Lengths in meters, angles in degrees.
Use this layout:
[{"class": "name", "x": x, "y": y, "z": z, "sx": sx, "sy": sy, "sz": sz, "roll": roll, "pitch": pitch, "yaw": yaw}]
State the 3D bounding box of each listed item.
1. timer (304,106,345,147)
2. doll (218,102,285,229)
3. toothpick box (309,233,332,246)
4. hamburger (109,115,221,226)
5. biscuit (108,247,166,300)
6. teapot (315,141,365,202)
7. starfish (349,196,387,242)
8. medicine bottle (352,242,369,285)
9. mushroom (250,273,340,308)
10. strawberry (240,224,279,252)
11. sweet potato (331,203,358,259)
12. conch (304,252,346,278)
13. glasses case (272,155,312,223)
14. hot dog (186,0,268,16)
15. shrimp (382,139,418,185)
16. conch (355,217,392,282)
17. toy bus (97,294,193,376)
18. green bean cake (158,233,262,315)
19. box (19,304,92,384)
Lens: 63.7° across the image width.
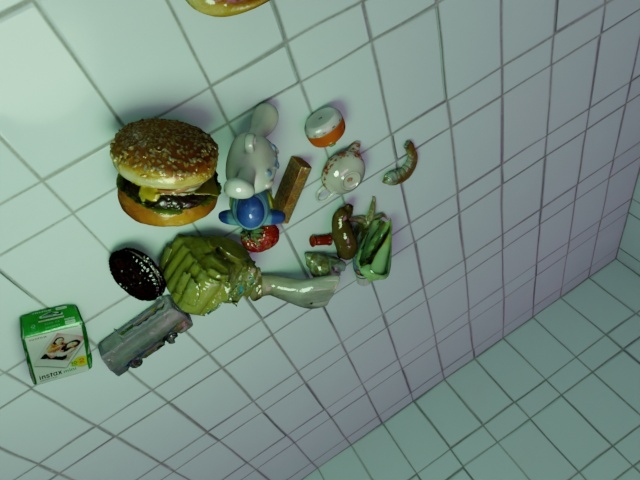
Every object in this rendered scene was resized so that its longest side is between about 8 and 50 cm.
[{"class": "timer", "x": 0.021, "y": -0.344, "z": 1.623, "sx": 0.136, "sy": 0.099, "sz": 0.136, "roll": -11, "pitch": 134, "yaw": -12}, {"class": "doll", "x": -0.185, "y": -0.157, "z": 1.483, "sx": 0.376, "sy": 0.187, "sz": 0.365, "roll": -56, "pitch": 163, "yaw": -39}, {"class": "toothpick box", "x": 0.000, "y": 0.000, "z": 1.958, "sx": 0.083, "sy": 0.047, "sz": 0.047, "roll": -5, "pitch": 129, "yaw": -32}, {"class": "hamburger", "x": -0.396, "y": -0.184, "z": 1.334, "sx": 0.291, "sy": 0.291, "sz": 0.225, "roll": -11, "pitch": 136, "yaw": -28}, {"class": "biscuit", "x": -0.554, "y": 0.104, "z": 1.557, "sx": 0.053, "sy": 0.195, "sz": 0.194, "roll": -52, "pitch": 156, "yaw": -47}, {"class": "teapot", "x": 0.071, "y": -0.222, "z": 1.780, "sx": 0.245, "sy": 0.116, "sz": 0.159, "roll": -41, "pitch": 151, "yaw": 11}, {"class": "starfish", "x": 0.173, "y": -0.073, "z": 2.029, "sx": 0.217, "sy": 0.050, "sz": 0.223, "roll": 2, "pitch": 120, "yaw": -27}, {"class": "medicine bottle", "x": 0.177, "y": 0.104, "z": 2.155, "sx": 0.084, "sy": 0.083, "sz": 0.203, "roll": -26, "pitch": 139, "yaw": -15}, {"class": "mushroom", "x": -0.102, "y": 0.178, "z": 1.941, "sx": 0.329, "sy": 0.122, "sz": 0.159, "roll": 6, "pitch": 114, "yaw": -13}, {"class": "strawberry", "x": -0.199, "y": -0.010, "z": 1.747, "sx": 0.131, "sy": 0.131, "sz": 0.148, "roll": -40, "pitch": 131, "yaw": 1}, {"class": "sweet potato", "x": 0.092, "y": -0.007, "z": 1.946, "sx": 0.098, "sy": 0.124, "sz": 0.309, "roll": -5, "pitch": 136, "yaw": -1}, {"class": "conch", "x": 0.016, "y": 0.104, "z": 2.026, "sx": 0.173, "sy": 0.105, "sz": 0.116, "roll": -10, "pitch": 149, "yaw": -27}, {"class": "glasses case", "x": -0.100, "y": -0.165, "z": 1.713, "sx": 0.049, "sy": 0.075, "sz": 0.218, "roll": 1, "pitch": 125, "yaw": -39}, {"class": "hot dog", "x": -0.151, "y": -0.684, "z": 1.125, "sx": 0.223, "sy": 0.185, "sz": 0.405, "roll": 6, "pitch": 122, "yaw": -38}, {"class": "shrimp", "x": 0.299, "y": -0.286, "z": 1.922, "sx": 0.161, "sy": 0.049, "sz": 0.166, "roll": -24, "pitch": 136, "yaw": -21}, {"class": "conch", "x": 0.209, "y": 0.036, "z": 1.989, "sx": 0.144, "sy": 0.137, "sz": 0.250, "roll": 5, "pitch": 98, "yaw": -11}, {"class": "toy bus", "x": -0.603, "y": 0.325, "z": 1.765, "sx": 0.317, "sy": 0.112, "sz": 0.138, "roll": -36, "pitch": 135, "yaw": -5}, {"class": "green bean cake", "x": -0.323, "y": 0.107, "z": 1.641, "sx": 0.310, "sy": 0.285, "sz": 0.202, "roll": 16, "pitch": 110, "yaw": -48}, {"class": "box", "x": -0.820, "y": 0.324, "z": 1.606, "sx": 0.180, "sy": 0.103, "sz": 0.249, "roll": -12, "pitch": 132, "yaw": -27}]
